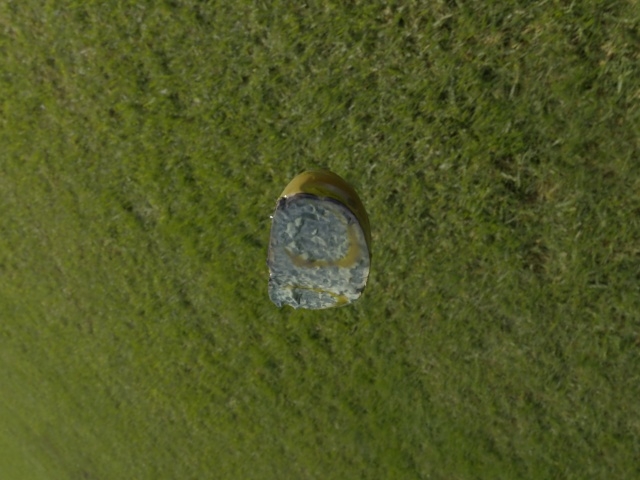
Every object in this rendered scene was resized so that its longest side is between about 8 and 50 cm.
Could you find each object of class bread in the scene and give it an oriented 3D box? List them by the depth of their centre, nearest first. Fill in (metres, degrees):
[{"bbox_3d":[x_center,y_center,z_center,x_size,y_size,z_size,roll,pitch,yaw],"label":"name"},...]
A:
[{"bbox_3d":[0.000,0.000,0.512,0.083,0.094,0.157,7,131,-2],"label":"bread"}]
